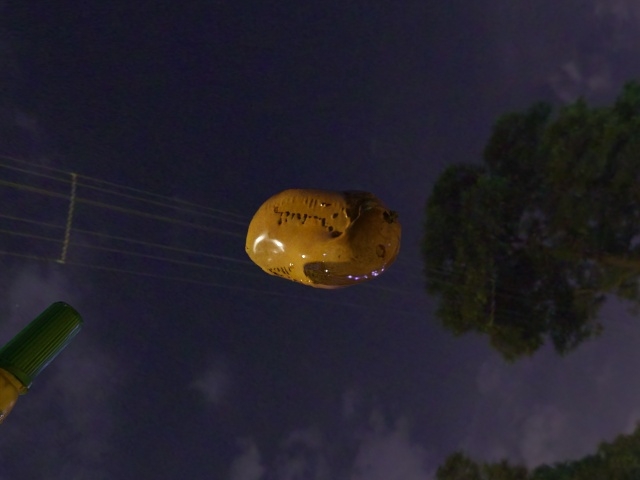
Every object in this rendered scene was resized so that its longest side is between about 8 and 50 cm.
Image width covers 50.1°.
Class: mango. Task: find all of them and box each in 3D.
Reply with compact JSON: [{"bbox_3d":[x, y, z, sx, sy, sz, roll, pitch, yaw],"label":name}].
[{"bbox_3d":[0.000,0.000,0.995,0.156,0.248,0.151,-55,-44,-45],"label":"mango"}]

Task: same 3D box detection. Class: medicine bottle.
[{"bbox_3d":[-0.433,0.200,0.890,0.309,0.076,0.111,-49,-22,-35],"label":"medicine bottle"}]
